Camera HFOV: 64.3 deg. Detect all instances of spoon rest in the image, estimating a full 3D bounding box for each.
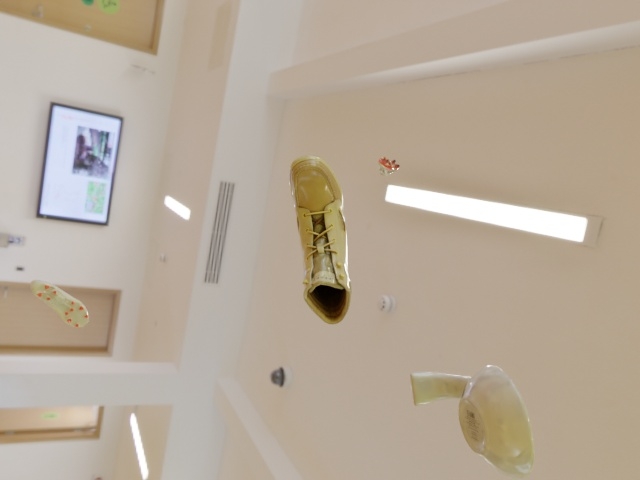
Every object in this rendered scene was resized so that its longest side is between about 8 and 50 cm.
[{"bbox_3d":[0.216,0.232,0.716,0.276,0.084,0.138,169,-87,-77],"label":"spoon rest"}]

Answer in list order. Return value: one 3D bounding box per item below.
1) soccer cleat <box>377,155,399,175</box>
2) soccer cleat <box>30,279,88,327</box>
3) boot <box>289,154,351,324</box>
[{"bbox_3d":[0.124,-0.138,0.970,0.035,0.083,0.029,-43,-103,23],"label":"soccer cleat"},{"bbox_3d":[-0.736,0.174,1.444,0.076,0.196,0.068,21,-118,43],"label":"soccer cleat"},{"bbox_3d":[0.000,0.000,0.917,0.204,0.095,0.262,-91,172,-52],"label":"boot"}]
